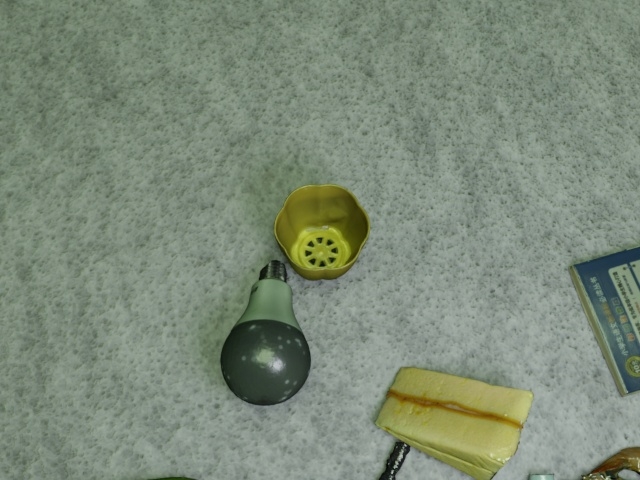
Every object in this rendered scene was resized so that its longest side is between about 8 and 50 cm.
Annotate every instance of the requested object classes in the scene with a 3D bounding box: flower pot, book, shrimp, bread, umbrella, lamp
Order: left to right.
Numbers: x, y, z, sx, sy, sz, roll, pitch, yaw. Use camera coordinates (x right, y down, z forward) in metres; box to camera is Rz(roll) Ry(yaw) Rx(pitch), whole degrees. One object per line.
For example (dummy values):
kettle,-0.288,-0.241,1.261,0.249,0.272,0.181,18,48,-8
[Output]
lamp,-0.119,0.195,1.708,0.182,0.181,0.313,-8,42,-4
flower pot,0.000,0.000,1.743,0.195,0.179,0.195,1,70,-2
umbrella,0.138,0.471,1.661,0.037,0.040,0.143,24,69,15
bread,0.260,0.338,1.629,0.264,0.163,0.167,24,60,8
shrimp,0.615,0.483,1.655,0.267,0.061,0.145,-1,63,2
book,0.787,0.134,1.784,0.428,0.039,0.299,-15,72,-6

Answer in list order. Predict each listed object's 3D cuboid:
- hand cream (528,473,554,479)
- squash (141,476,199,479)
hand cream,0.444,0.622,1.605,0.085,0.058,0.331,-1,71,-3
squash,-0.366,0.510,1.618,0.293,0.082,0.082,-6,72,-1
